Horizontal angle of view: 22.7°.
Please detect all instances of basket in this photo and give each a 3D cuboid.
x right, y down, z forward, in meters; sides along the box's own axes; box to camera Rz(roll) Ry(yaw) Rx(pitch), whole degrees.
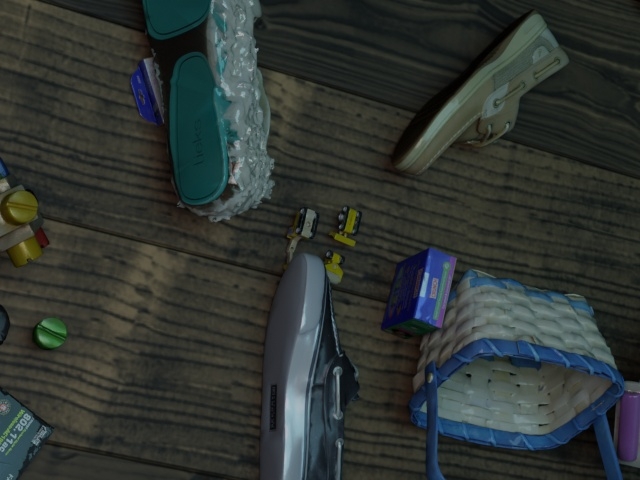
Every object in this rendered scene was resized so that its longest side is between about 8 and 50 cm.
[{"bbox_3d":[0.238,0.196,1.896,0.255,0.201,0.289,17,44,-20],"label":"basket"}]

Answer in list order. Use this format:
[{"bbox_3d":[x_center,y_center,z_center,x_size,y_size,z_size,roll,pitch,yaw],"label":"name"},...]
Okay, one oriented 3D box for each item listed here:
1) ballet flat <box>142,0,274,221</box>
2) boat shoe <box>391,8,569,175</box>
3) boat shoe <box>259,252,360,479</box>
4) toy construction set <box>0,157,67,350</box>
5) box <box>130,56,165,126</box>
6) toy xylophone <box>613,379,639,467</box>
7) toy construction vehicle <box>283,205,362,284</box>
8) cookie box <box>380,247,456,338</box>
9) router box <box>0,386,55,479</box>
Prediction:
[{"bbox_3d":[-0.124,-0.222,1.854,0.147,0.147,0.409,-3,86,-24],"label":"ballet flat"},{"bbox_3d":[0.208,-0.171,2.018,0.098,0.109,0.302,49,61,-8],"label":"boat shoe"},{"bbox_3d":[-0.004,0.168,1.864,0.102,0.108,0.301,7,81,-23],"label":"boat shoe"},{"bbox_3d":[-0.382,-0.042,1.660,0.257,0.237,0.308,-1,81,-24],"label":"toy construction set"},{"bbox_3d":[-0.156,-0.186,1.901,0.136,0.028,0.081,-17,89,-27],"label":"box"},{"bbox_3d":[0.483,0.154,2.005,0.323,0.081,0.236,-17,118,-50],"label":"toy xylophone"},{"bbox_3d":[0.000,0.000,1.938,0.086,0.035,0.098,19,76,-31],"label":"toy construction vehicle"},{"bbox_3d":[0.119,0.066,1.932,0.040,0.107,0.092,19,74,-15],"label":"cookie box"},{"bbox_3d":[-0.362,0.225,1.732,0.092,0.038,0.122,40,68,-14],"label":"router box"}]
